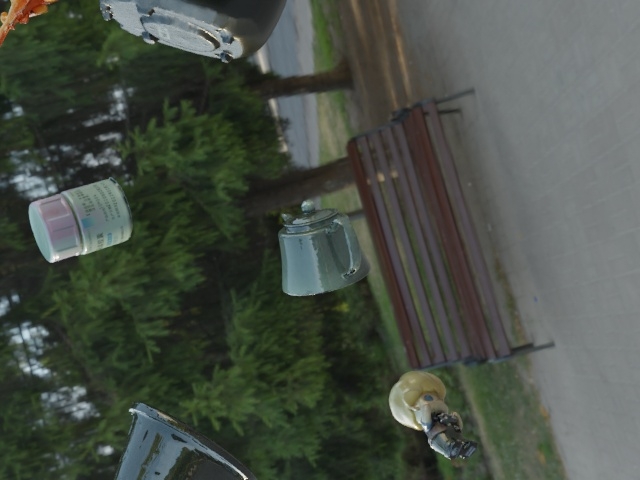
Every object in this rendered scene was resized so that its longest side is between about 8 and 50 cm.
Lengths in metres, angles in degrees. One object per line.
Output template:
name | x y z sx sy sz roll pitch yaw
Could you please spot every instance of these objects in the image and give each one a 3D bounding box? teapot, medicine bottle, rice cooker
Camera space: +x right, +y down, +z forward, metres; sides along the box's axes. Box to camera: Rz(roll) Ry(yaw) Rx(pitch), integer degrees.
teapot | 0.000 0.000 1.352 0.239 0.162 0.149 12 118 62
medicine bottle | -0.473 -0.040 1.524 0.135 0.168 0.135 35 134 45
rice cooker | -0.137 -0.264 0.799 0.142 0.203 0.118 125 161 -81

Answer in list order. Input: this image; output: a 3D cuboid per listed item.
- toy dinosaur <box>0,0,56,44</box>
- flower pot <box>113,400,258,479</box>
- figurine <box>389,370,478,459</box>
toy dinosaur | -0.496 -0.418 1.320 0.070 0.117 0.288 49 -137 -51
flower pot | -0.257 0.416 1.339 0.166 0.269 0.269 -58 -22 -25
figurine | 0.200 0.314 1.388 0.196 0.114 0.108 -138 54 -58
